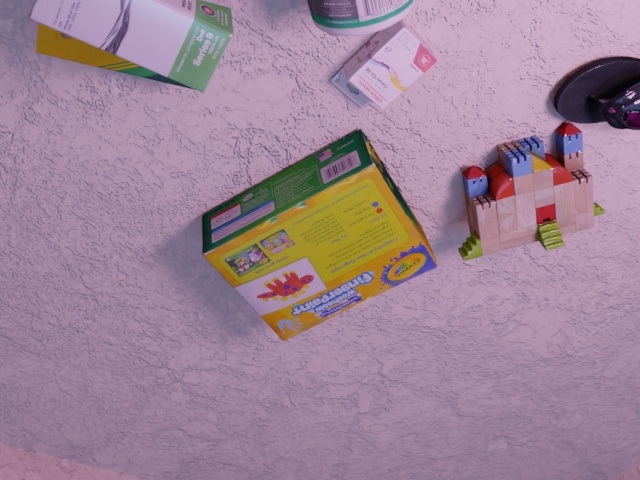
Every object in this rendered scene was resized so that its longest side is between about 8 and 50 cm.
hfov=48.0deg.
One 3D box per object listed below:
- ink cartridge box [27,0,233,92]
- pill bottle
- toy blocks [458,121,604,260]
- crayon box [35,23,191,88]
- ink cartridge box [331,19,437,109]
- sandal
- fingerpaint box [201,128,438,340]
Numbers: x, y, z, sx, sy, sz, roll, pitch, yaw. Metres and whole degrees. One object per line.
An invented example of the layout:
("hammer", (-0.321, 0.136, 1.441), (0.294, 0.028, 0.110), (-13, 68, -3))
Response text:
("ink cartridge box", (-0.299, -0.389, 1.173), (0.289, 0.211, 0.121), (20, 124, -24))
("pill bottle", (0.044, -0.561, 1.243), (0.204, 0.204, 0.361), (-15, 131, 2))
("toy blocks", (0.502, -0.129, 1.747), (0.381, 0.190, 0.261), (-15, 120, 0))
("crayon box", (-0.328, -0.481, 1.300), (0.313, 0.106, 0.363), (9, 127, -19))
("ink cartridge box", (0.132, -0.360, 1.522), (0.198, 0.067, 0.115), (-41, 126, 22))
("sandal", (0.761, -0.325, 1.653), (0.446, 0.107, 0.167), (0, 130, -11))
("fingerpaint box", (0.000, 0.000, 1.741), (0.445, 0.163, 0.371), (-28, 129, 13))
